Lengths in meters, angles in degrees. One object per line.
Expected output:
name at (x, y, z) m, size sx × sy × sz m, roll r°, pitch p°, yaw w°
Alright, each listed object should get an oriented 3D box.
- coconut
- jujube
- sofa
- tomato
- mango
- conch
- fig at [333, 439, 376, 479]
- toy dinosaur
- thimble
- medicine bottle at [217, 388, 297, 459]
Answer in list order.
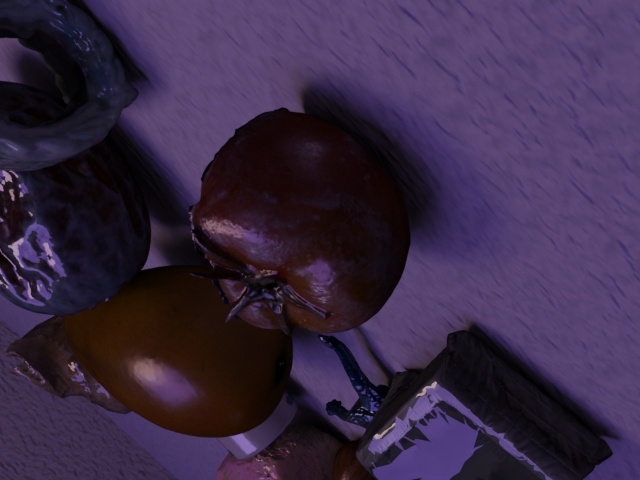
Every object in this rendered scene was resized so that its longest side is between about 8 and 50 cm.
coconut at (-0.057, 0.417, 1.690) m, size 0.233 × 0.233 × 0.245 m, roll 45°, pitch 153°, yaw -13°
jujube at (-0.367, -0.058, 1.266) m, size 0.246 × 0.215 × 0.308 m, roll -22°, pitch 108°, yaw 24°
sofa at (0.181, 0.204, 1.095) m, size 0.210 × 0.176 × 0.225 m, roll 38°, pitch 129°, yaw 5°
tomato at (0.000, 0.000, 0.876) m, size 0.155 × 0.181 × 0.214 m, roll 19°, pitch 154°, yaw 31°
mango at (-0.202, 0.144, 1.358) m, size 0.378 × 0.221 × 0.264 m, roll 9°, pitch 161°, yaw 39°
conch at (-0.457, 0.216, 1.965) m, size 0.324 × 0.186 × 0.263 m, roll 25°, pitch -174°, yaw -43°
fig at (0.049, 0.382, 1.565) m, size 0.089 × 0.125 × 0.089 m, roll 31°, pitch 160°, yaw 13°
toy dinosaur at (0.103, 0.249, 1.298) m, size 0.363 × 0.076 × 0.147 m, roll 45°, pitch 156°, yaw -11°
thimble at (-0.313, -0.167, 1.055) m, size 0.211 × 0.185 × 0.149 m, roll 12°, pitch 174°, yaw -29°
medicine bottle at (-0.161, 0.226, 1.581) m, size 0.237 × 0.139 × 0.139 m, roll 47°, pitch 157°, yaw -8°
